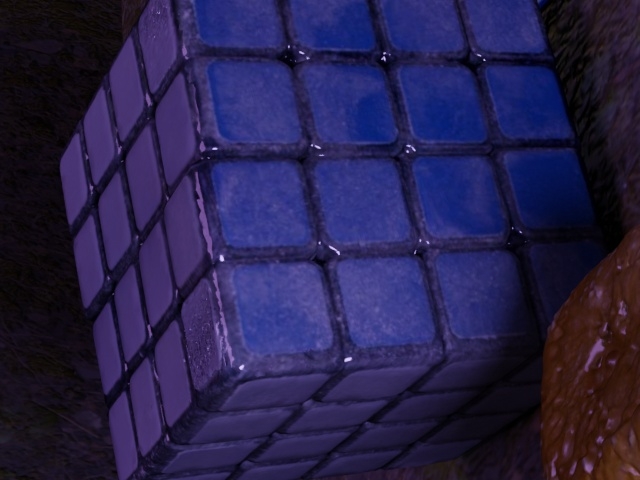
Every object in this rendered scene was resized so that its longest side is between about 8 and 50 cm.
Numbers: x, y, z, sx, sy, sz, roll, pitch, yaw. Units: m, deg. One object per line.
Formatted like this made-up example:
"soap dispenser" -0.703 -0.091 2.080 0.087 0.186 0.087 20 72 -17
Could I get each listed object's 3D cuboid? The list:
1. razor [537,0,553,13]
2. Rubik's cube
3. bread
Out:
"razor" 0.159 -0.171 1.394 0.324 0.056 0.093 123 149 -51
"Rubik's cube" 0.000 0.000 1.291 0.344 0.344 0.337 131 132 -58
"bread" 0.245 0.083 0.888 0.246 0.176 0.196 122 160 -57
